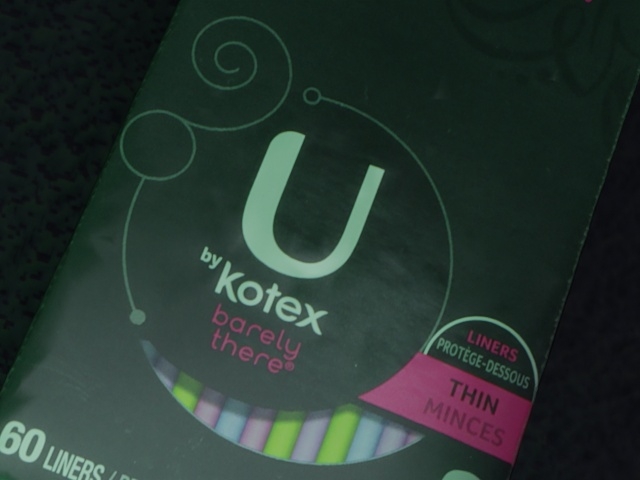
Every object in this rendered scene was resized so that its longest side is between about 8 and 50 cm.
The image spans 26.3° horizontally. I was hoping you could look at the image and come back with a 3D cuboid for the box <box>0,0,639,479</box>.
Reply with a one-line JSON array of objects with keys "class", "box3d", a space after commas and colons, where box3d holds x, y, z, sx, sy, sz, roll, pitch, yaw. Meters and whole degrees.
[{"class": "box", "box3d": [0.000, 0.000, 0.515, 0.165, 0.143, 0.270, 22, 71, -5]}]
